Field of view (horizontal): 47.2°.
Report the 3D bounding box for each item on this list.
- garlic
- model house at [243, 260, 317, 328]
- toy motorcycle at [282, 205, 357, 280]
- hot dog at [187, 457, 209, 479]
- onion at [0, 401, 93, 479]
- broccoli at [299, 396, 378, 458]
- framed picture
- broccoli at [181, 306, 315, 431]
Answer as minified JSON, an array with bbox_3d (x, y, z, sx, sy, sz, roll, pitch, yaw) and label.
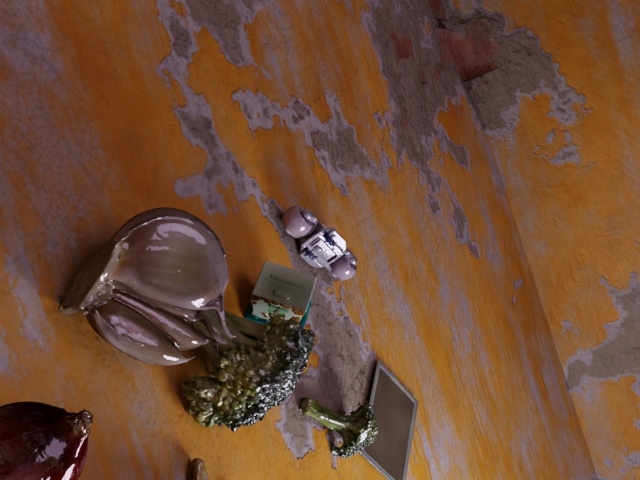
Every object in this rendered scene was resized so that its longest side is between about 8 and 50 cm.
[{"bbox_3d":[-0.271,0.078,1.225,0.292,0.210,0.237,20,48,-37],"label":"garlic"},{"bbox_3d":[-0.086,0.135,1.547,0.127,0.149,0.100,18,51,1],"label":"model house"},{"bbox_3d":[0.000,0.000,1.769,0.254,0.112,0.112,44,43,-34],"label":"toy motorcycle"},{"bbox_3d":[-0.217,0.434,1.302,0.034,0.030,0.090,-14,87,-48],"label":"hot dog"},{"bbox_3d":[-0.382,0.282,0.985,0.159,0.195,0.159,55,16,-24],"label":"onion"},{"bbox_3d":[0.039,0.406,1.645,0.204,0.122,0.118,29,36,-29],"label":"broccoli"},{"bbox_3d":[0.174,0.469,1.867,0.217,0.017,0.274,51,39,-30],"label":"framed picture"},{"bbox_3d":[-0.157,0.219,1.383,0.243,0.263,0.247,41,4,-3],"label":"broccoli"}]
